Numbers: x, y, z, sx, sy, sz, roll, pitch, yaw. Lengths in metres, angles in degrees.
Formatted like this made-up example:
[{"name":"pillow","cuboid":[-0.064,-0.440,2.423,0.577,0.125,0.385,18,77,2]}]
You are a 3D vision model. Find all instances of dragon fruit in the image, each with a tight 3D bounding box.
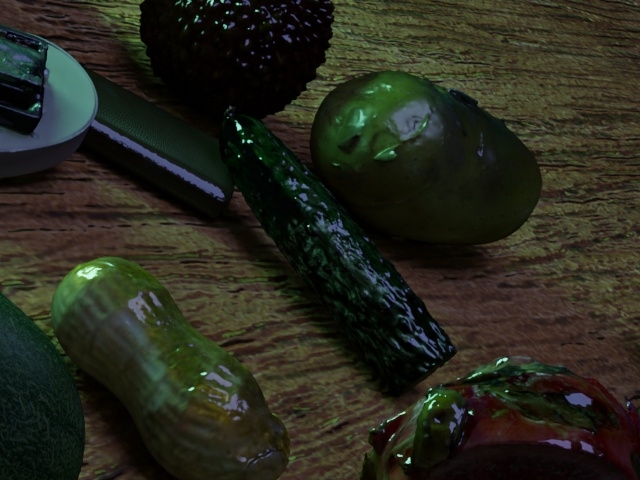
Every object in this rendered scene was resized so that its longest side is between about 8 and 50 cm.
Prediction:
[{"name":"dragon fruit","cuboid":[0.136,0.183,1.329,0.282,0.211,0.147,53,21,-28]}]

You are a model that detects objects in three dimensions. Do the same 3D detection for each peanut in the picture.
[{"name":"peanut","cuboid":[-0.104,0.092,1.303,0.207,0.087,0.087,44,25,22]}]

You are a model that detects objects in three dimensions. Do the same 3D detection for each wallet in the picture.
[{"name":"wallet","cuboid":[-0.163,-0.093,1.629,0.198,0.031,0.110,29,24,-14]}]

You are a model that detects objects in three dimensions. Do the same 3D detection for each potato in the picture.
[{"name":"potato","cuboid":[0.099,-0.076,1.804,0.248,0.143,0.169,18,40,-36]}]

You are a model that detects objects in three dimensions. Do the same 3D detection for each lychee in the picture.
[{"name":"lychee","cuboid":[-0.072,-0.201,1.778,0.188,0.188,0.188,29,25,-15]}]

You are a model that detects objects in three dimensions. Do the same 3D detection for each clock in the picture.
[{"name":"clock","cuboid":[-0.263,-0.120,1.480,0.198,0.064,0.172,18,36,-18]}]

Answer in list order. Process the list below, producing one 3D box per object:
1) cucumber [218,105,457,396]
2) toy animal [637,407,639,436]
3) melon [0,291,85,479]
[{"name":"cucumber","cuboid":[0.000,0.000,1.595,0.293,0.067,0.067,51,28,17]},{"name":"toy animal","cuboid":[0.385,0.158,1.749,0.181,0.180,0.363,39,1,-9]},{"name":"melon","cuboid":[-0.259,0.075,1.009,0.288,0.182,0.182,26,26,-18]}]
